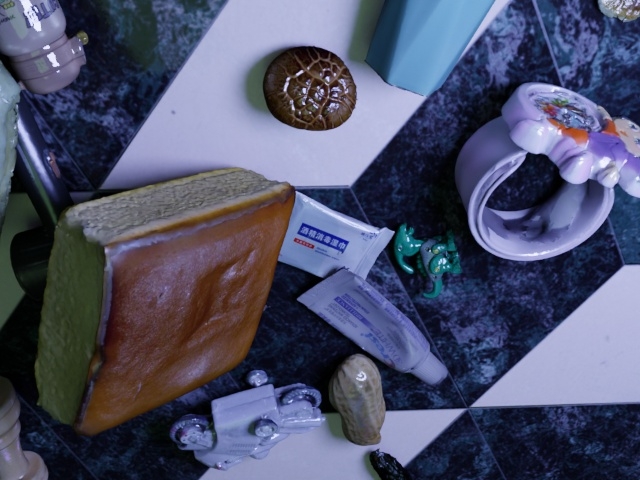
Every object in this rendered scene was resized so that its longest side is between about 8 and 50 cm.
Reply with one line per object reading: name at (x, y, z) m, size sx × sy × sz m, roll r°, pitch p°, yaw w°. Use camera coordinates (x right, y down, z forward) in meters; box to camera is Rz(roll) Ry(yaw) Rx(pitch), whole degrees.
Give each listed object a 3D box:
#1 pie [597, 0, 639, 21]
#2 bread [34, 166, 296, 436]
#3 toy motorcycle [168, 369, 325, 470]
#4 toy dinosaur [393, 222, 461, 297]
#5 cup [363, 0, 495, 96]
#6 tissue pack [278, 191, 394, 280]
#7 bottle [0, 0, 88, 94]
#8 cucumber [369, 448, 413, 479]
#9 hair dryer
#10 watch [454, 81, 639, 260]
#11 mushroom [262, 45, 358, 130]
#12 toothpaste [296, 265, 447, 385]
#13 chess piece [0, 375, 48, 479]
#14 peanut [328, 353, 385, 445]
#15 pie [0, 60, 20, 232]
pie at (0.402, -0.328, 1.033) m, size 0.084 × 0.020 × 0.084 m, roll -2°, pitch 121°, yaw -3°
bread at (-0.205, 0.073, 1.069) m, size 0.143 × 0.333 × 0.323 m, roll 35°, pitch 125°, yaw 26°
toy motorcycle at (-0.119, 0.319, 1.346) m, size 0.260 × 0.110 × 0.171 m, roll -15°, pitch 137°, yaw -3°
toy dinosaur at (0.165, 0.030, 1.216) m, size 0.096 × 0.059 × 0.132 m, roll -10°, pitch 113°, yaw 12°
cup at (0.151, -0.302, 0.969) m, size 0.134 × 0.148 × 0.235 m, roll 16°, pitch 123°, yaw -9°
tissue pack at (0.000, 0.000, 1.198) m, size 0.193 × 0.026 × 0.122 m, roll 21°, pitch 117°, yaw -16°
bottle at (-0.364, -0.286, 0.968) m, size 0.110 × 0.097 × 0.209 m, roll -25°, pitch 122°, yaw -8°
cucumber at (0.143, 0.444, 1.461) m, size 0.053 × 0.053 × 0.181 m, roll -29°, pitch 116°, yaw 13°
hair dryer at (-0.370, -0.095, 1.086) m, size 0.189 × 0.107 × 0.352 m, roll -17°, pitch 115°, yaw 3°
watch at (0.323, -0.071, 1.091) m, size 0.244 × 0.196 × 0.231 m, roll 12°, pitch 126°, yaw -14°
mushroom at (-0.013, -0.198, 1.046) m, size 0.126 × 0.085 × 0.109 m, roll -4°, pitch 120°, yaw -8°
toothpaste at (0.100, 0.146, 1.268) m, size 0.282 × 0.068 × 0.099 m, roll 39°, pitch 97°, yaw -24°
chess piece at (-0.528, 0.417, 1.368) m, size 0.117 × 0.117 × 0.397 m, roll -8°, pitch 122°, yaw 1°
peanut at (0.063, 0.276, 1.334) m, size 0.093 × 0.083 × 0.194 m, roll -6°, pitch 121°, yaw 1°
pie at (-0.577, -0.106, 0.996) m, size 0.418 × 0.180 × 0.395 m, roll 7°, pitch 123°, yaw 1°
